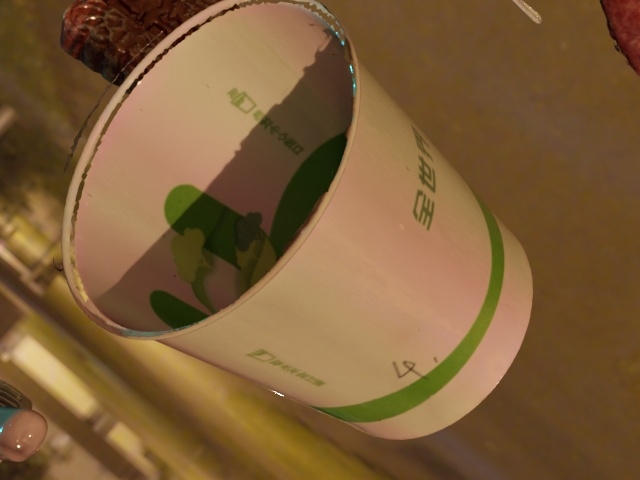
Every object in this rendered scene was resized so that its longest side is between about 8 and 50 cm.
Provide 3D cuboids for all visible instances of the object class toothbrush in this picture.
[{"bbox_3d":[0.191,-0.281,1.896,0.131,0.011,0.013,45,138,4],"label":"toothbrush"}]

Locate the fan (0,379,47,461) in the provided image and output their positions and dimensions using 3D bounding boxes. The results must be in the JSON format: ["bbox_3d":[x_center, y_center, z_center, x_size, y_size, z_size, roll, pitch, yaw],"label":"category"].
[{"bbox_3d":[-0.380,0.227,2.068,0.074,0.130,0.244,42,160,-19],"label":"fan"}]

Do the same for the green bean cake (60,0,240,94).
[{"bbox_3d":[-0.158,-0.202,1.645,0.135,0.136,0.056,34,150,6],"label":"green bean cake"}]

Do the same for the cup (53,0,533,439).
[{"bbox_3d":[0.000,0.000,1.210,0.274,0.253,0.253,35,176,-41],"label":"cup"}]

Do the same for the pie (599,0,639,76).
[{"bbox_3d":[0.236,-0.184,1.067,0.054,0.219,0.204,-2,176,45],"label":"pie"}]
